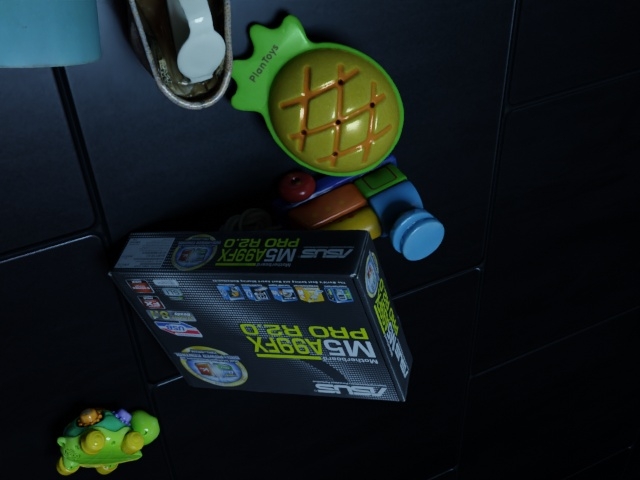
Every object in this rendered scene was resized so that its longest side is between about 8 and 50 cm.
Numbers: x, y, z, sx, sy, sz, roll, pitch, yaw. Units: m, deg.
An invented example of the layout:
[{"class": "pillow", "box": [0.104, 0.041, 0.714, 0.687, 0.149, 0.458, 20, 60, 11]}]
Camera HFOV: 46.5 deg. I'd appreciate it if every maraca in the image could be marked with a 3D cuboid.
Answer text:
[{"class": "maraca", "box": [-0.003, -0.139, 0.738, 0.186, 0.099, 0.127, 32, 103, -16]}]

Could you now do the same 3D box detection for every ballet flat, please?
[{"class": "ballet flat", "box": [-0.102, -0.213, 0.540, 0.108, 0.106, 0.316, -18, 153, -10]}]

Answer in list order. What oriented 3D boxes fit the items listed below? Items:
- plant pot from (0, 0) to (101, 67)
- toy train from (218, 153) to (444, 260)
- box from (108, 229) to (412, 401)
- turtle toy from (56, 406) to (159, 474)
[{"class": "plant pot", "box": [-0.265, -0.227, 0.389, 0.293, 0.293, 0.235, -4, 110, -29]}, {"class": "toy train", "box": [0.000, 0.000, 0.810, 0.248, 0.143, 0.105, -26, 133, -12]}, {"class": "box", "box": [-0.056, 0.082, 0.789, 0.270, 0.060, 0.216, 0, 137, 21]}, {"class": "turtle toy", "box": [-0.253, 0.235, 0.895, 0.130, 0.066, 0.095, 13, 140, -40]}]
